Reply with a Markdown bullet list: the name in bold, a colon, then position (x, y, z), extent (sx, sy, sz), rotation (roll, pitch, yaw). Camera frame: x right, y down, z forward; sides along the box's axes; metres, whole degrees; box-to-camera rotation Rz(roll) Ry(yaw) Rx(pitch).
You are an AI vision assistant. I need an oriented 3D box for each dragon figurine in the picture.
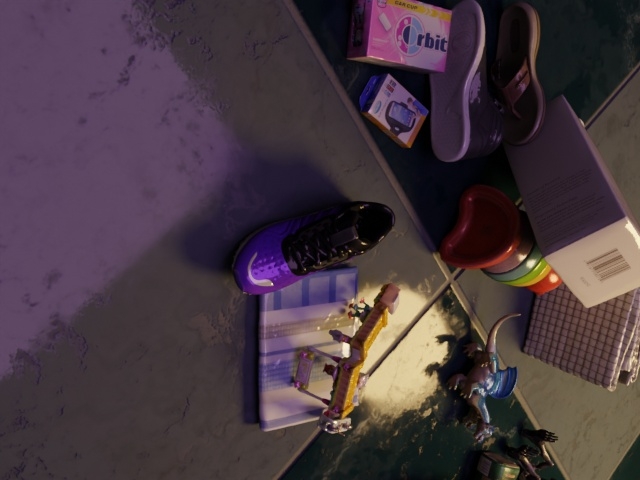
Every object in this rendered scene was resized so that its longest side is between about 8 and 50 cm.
- **dragon figurine**: position (0.375, 0.297, 1.312), extent (0.144, 0.085, 0.289), rotation (30, 84, -34)

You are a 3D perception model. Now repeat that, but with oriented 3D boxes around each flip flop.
- **flip flop**: position (0.376, -0.325, 1.159), extent (0.080, 0.112, 0.277), rotation (-9, 101, -37)

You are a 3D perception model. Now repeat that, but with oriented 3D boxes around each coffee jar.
- **coffee jar**: position (0.396, 0.602, 1.397), extent (0.096, 0.079, 0.185), rotation (21, 89, -34)

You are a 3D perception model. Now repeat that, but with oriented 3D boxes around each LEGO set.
- **LEGO set**: position (0.039, 0.191, 1.043), extent (0.287, 0.107, 0.132), rotation (-69, 156, -8)

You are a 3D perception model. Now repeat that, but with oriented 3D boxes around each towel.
- **towel**: position (-0.019, 0.192, 1.065), extent (0.209, 0.034, 0.285), rotation (-6, 102, -30)
- **towel**: position (0.624, 0.173, 1.360), extent (0.121, 0.235, 0.284), rotation (5, 98, -40)

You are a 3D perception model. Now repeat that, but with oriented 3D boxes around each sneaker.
- **sneaker**: position (0.000, -0.001, 0.955), extent (0.293, 0.146, 0.102), rotation (-26, 99, -29)
- **sneaker**: position (0.285, -0.292, 1.124), extent (0.146, 0.104, 0.296), rotation (0, 95, -47)

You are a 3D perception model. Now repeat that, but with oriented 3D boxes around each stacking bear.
- **stacking bear**: position (0.414, 0.025, 1.242), extent (0.289, 0.164, 0.176), rotation (26, 86, -39)

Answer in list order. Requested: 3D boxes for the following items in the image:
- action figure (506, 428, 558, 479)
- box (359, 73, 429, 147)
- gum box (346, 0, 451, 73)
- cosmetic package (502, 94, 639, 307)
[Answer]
- **action figure**: position (0.549, 0.618, 1.466), extent (0.164, 0.141, 0.276), rotation (-25, 110, -28)
- **box**: position (0.131, -0.238, 1.070), extent (0.136, 0.028, 0.081), rotation (32, 83, -36)
- **gum box**: position (0.133, -0.357, 1.023), extent (0.188, 0.062, 0.107), rotation (-1, 101, -33)
- **cosmetic package**: position (0.489, -0.084, 1.137), extent (0.155, 0.366, 0.197), rotation (-32, 126, 27)
